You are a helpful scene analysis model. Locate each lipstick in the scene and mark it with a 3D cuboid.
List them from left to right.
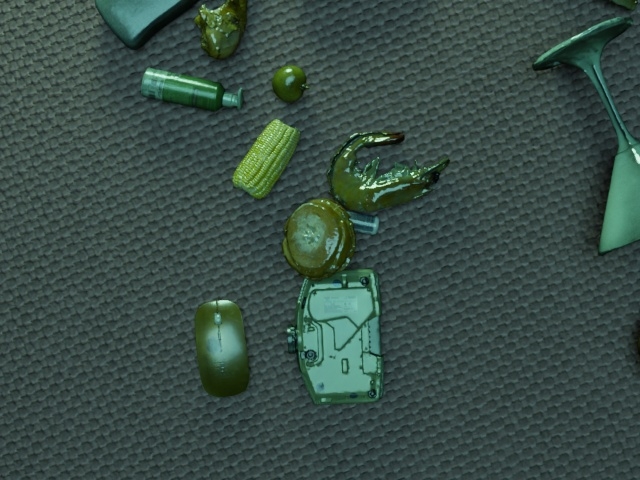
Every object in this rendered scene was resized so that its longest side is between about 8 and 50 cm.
[{"bbox_3d":[0.049,-0.042,1.778,0.141,0.040,0.040,11,90,1],"label":"lipstick"}]

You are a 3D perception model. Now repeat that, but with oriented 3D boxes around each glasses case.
[{"bbox_3d":[-0.302,-0.531,1.760,0.323,0.074,0.131,-38,91,0],"label":"glasses case"}]

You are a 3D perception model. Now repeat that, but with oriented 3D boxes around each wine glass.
[{"bbox_3d":[0.588,-0.206,1.681,0.267,0.267,0.406,-21,85,0],"label":"wine glass"}]

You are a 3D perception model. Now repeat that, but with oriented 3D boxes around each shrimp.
[{"bbox_3d":[0.133,-0.151,1.774,0.253,0.058,0.173,-23,82,2],"label":"shrimp"}]

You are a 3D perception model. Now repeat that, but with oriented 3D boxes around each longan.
[{"bbox_3d":[-0.057,-0.316,1.758,0.083,0.075,0.075,24,90,28],"label":"longan"}]

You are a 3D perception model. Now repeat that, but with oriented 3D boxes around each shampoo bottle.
[{"bbox_3d":[-0.258,-0.303,1.765,0.204,0.065,0.065,12,90,0],"label":"shampoo bottle"}]

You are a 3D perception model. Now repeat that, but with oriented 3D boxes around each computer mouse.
[{"bbox_3d":[-0.201,0.223,1.778,0.102,0.045,0.199,-6,91,-2],"label":"computer mouse"}]

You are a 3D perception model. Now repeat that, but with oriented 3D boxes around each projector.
[{"bbox_3d":[0.030,0.194,1.755,0.193,0.088,0.270,-3,89,-2],"label":"projector"}]

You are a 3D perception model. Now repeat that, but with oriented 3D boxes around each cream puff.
[{"bbox_3d":[0.000,0.000,1.707,0.150,0.115,0.165,27,91,25],"label":"cream puff"}]

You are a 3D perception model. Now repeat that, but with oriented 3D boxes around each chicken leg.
[{"bbox_3d":[-0.190,-0.467,1.756,0.101,0.085,0.208,24,81,-13],"label":"chicken leg"}]

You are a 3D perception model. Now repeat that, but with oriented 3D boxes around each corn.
[{"bbox_3d":[-0.109,-0.167,1.768,0.085,0.063,0.165,30,88,24],"label":"corn"}]

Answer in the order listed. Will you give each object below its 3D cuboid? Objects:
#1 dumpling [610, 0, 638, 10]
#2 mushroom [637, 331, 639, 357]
[{"bbox_3d":[0.527,-0.589,1.716,0.332,0.086,0.166,17,86,-21],"label":"dumpling"},{"bbox_3d":[0.753,0.216,1.739,0.231,0.138,0.194,5,104,11],"label":"mushroom"}]
